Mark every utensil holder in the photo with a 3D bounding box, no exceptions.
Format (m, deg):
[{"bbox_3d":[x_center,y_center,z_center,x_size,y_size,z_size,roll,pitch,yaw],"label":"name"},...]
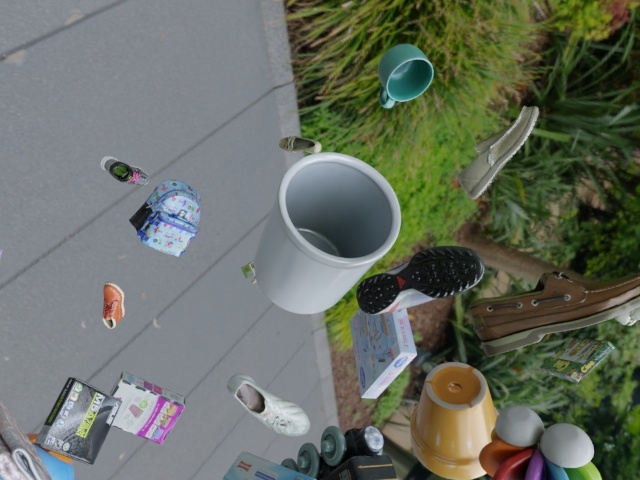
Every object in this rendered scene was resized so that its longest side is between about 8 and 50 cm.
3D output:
[{"bbox_3d":[0.000,0.000,1.522,0.327,0.328,0.385,-48,174,-33],"label":"utensil holder"}]

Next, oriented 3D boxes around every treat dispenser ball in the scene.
[{"bbox_3d":[-0.917,0.746,1.682,0.288,0.288,0.288,-41,143,-41],"label":"treat dispenser ball"}]

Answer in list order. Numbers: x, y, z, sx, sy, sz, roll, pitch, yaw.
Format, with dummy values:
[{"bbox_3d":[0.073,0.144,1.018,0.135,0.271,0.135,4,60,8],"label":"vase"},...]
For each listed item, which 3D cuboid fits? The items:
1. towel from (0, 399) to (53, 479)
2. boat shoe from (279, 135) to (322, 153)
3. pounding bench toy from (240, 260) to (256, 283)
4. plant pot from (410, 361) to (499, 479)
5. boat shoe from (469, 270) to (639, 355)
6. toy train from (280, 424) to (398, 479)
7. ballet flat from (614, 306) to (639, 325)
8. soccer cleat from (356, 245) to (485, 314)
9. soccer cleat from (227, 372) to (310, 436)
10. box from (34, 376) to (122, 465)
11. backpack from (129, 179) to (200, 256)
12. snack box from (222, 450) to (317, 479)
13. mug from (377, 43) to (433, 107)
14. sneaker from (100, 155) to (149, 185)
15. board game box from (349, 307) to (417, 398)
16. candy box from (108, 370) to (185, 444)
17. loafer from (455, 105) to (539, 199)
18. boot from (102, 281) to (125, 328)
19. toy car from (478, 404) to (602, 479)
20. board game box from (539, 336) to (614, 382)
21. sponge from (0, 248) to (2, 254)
[{"bbox_3d":[-0.571,0.486,1.094,0.053,0.317,0.331,-30,112,-31],"label":"towel"},{"bbox_3d":[-0.072,-0.314,1.777,0.048,0.153,0.056,21,85,-66],"label":"boat shoe"},{"bbox_3d":[-0.278,0.132,2.269,0.065,0.052,0.083,-32,97,-58],"label":"pounding bench toy"},{"bbox_3d":[0.294,0.374,1.187,0.205,0.205,0.187,-43,136,-39],"label":"plant pot"},{"bbox_3d":[0.413,0.102,0.942,0.111,0.307,0.104,42,28,-77],"label":"boat shoe"},{"bbox_3d":[0.028,0.512,1.126,0.142,0.190,0.334,14,134,-33],"label":"toy train"},{"bbox_3d":[0.872,0.176,1.508,0.123,0.123,0.348,-59,171,-16],"label":"ballet flat"},{"bbox_3d":[0.222,0.085,1.175,0.116,0.318,0.108,-1,72,-46],"label":"soccer cleat"},{"bbox_3d":[-0.099,0.327,1.056,0.068,0.196,0.076,-53,-165,-6],"label":"soccer cleat"},{"bbox_3d":[-0.666,0.504,1.520,0.184,0.045,0.190,50,47,-42],"label":"box"},{"bbox_3d":[-0.390,-0.064,1.446,0.173,0.117,0.158,-51,134,7],"label":"backpack"},{"bbox_3d":[0.004,0.468,0.846,0.060,0.187,0.322,-48,115,-33],"label":"snack box"},{"bbox_3d":[0.204,-0.439,1.432,0.158,0.097,0.129,-28,143,10],"label":"mug"},{"bbox_3d":[-0.606,-0.207,1.722,0.063,0.075,0.170,-56,141,4],"label":"sneaker"},{"bbox_3d":[0.208,0.336,1.911,0.318,0.066,0.318,119,-26,-44],"label":"board game box"},{"bbox_3d":[-0.591,0.555,1.812,0.233,0.071,0.159,31,93,-21],"label":"candy box"},{"bbox_3d":[0.432,-0.226,1.354,0.268,0.092,0.102,-56,169,21],"label":"loafer"},{"bbox_3d":[-0.666,0.208,1.742,0.084,0.059,0.157,-76,169,-54],"label":"boot"},{"bbox_3d":[0.340,0.367,0.866,0.136,0.182,0.159,-32,121,-37],"label":"toy car"},{"bbox_3d":[0.697,0.325,1.503,0.136,0.030,0.259,-45,171,-2],"label":"board game box"},{"bbox_3d":[-0.564,0.119,0.872,0.031,0.210,0.117,26,126,-39],"label":"sponge"}]
